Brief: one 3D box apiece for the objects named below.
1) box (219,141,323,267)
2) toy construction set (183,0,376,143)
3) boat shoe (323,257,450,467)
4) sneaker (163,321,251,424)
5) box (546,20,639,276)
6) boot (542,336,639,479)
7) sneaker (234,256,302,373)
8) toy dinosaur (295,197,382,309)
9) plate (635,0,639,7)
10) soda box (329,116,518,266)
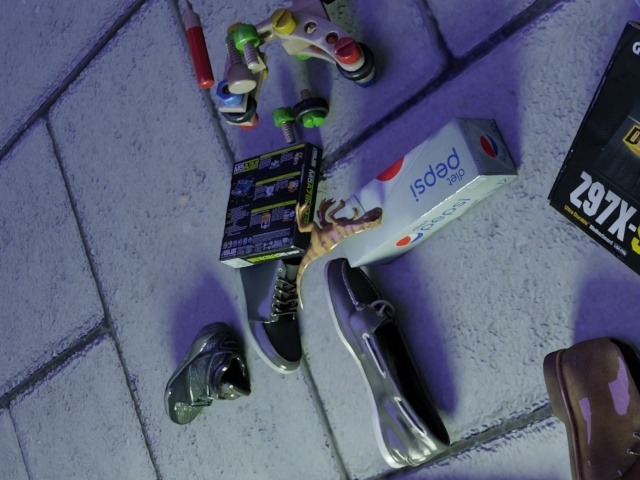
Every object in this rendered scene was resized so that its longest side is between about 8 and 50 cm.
[{"bbox_3d":[-0.084,-0.057,1.851,0.190,0.045,0.184,-12,62,45],"label":"box"},{"bbox_3d":[-0.085,-0.322,1.706,0.257,0.309,0.237,-28,69,35],"label":"toy construction set"},{"bbox_3d":[0.105,0.173,1.687,0.095,0.112,0.335,-24,81,31],"label":"boat shoe"},{"bbox_3d":[-0.203,0.270,2.010,0.130,0.087,0.227,52,122,37],"label":"sneaker"},{"bbox_3d":[0.433,-0.077,1.305,0.322,0.079,0.257,48,127,46],"label":"box"},{"bbox_3d":[0.383,0.270,1.413,0.115,0.112,0.305,-27,71,36],"label":"boot"},{"bbox_3d":[-0.068,0.104,1.861,0.118,0.083,0.222,-37,67,40],"label":"sneaker"},{"bbox_3d":[0.000,0.000,1.656,0.211,0.064,0.112,-41,58,34],"label":"toy dinosaur"},{"bbox_3d":[0.453,-0.347,1.339,0.188,0.024,0.188,6,99,45],"label":"plate"},{"bbox_3d":[0.144,-0.066,1.627,0.286,0.091,0.098,-36,68,41],"label":"soda box"}]
